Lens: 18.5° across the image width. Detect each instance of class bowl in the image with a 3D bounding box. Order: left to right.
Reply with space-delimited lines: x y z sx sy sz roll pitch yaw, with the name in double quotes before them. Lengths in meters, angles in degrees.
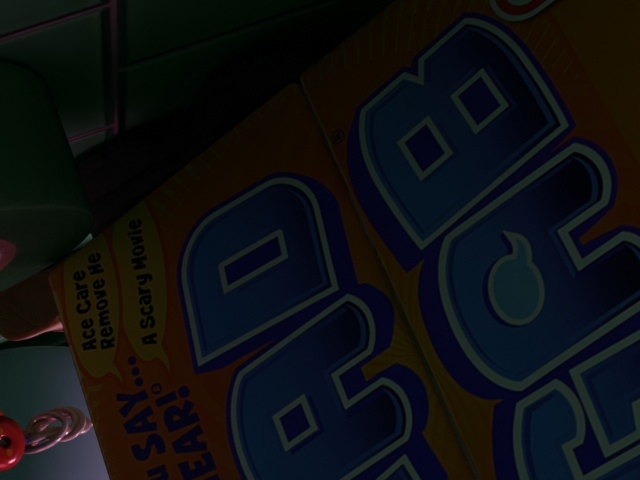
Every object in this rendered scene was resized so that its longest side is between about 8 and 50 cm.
"bowl" -0.258 0.257 1.950 0.312 0.163 0.311 3 141 2

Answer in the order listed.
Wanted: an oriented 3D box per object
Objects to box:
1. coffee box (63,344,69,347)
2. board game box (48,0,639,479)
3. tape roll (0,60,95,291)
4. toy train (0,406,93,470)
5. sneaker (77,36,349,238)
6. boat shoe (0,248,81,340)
"coffee box" -0.156 0.152 2.150 0.247 0.141 0.098 -15 171 -32
"board game box" 0.143 0.110 1.007 0.356 0.356 0.356 -37 142 18
"tape roll" -0.273 0.008 0.949 0.321 0.077 0.321 -20 174 -2
"toy train" -0.281 0.111 1.511 0.248 0.143 0.105 -21 -177 -39
"sneaker" -0.034 -0.028 1.129 0.109 0.130 0.286 -12 168 -39
"boat shoe" -0.176 0.036 1.534 0.170 0.063 0.059 -13 180 28
